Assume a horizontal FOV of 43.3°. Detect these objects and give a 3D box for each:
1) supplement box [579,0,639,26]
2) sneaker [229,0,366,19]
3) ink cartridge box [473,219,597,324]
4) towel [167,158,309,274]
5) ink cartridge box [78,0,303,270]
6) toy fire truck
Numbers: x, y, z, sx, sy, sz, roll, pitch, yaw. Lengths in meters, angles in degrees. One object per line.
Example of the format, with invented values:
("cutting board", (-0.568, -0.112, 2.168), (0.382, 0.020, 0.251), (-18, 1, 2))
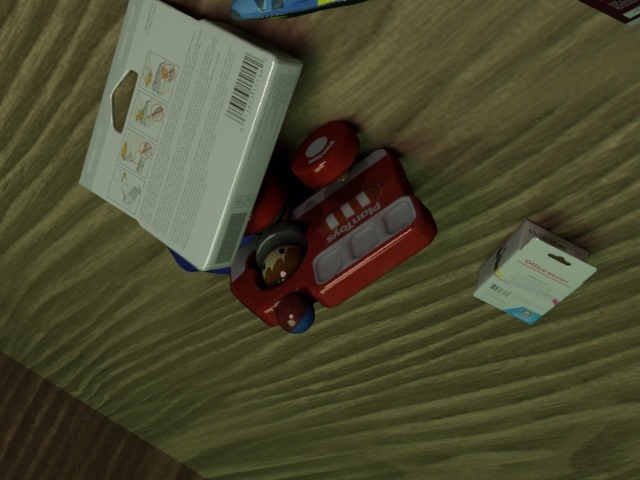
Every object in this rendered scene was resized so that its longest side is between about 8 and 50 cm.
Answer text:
("supplement box", (0.251, -0.272, 0.689), (0.239, 0.073, 0.130), (7, 159, -40))
("sneaker", (-0.028, -0.303, 0.934), (0.209, 0.069, 0.082), (1, 107, 42))
("ink cartridge box", (0.311, 0.040, 1.167), (0.104, 0.062, 0.181), (26, 145, -4))
("towel", (-0.143, -0.040, 1.331), (0.308, 0.076, 0.228), (-1, 131, 32))
("ink cartridge box", (-0.182, -0.150, 1.077), (0.261, 0.066, 0.296), (32, 112, 27))
("toy fire truck", (0.000, 0.000, 1.090), (0.302, 0.254, 0.169), (-34, 120, 14))
